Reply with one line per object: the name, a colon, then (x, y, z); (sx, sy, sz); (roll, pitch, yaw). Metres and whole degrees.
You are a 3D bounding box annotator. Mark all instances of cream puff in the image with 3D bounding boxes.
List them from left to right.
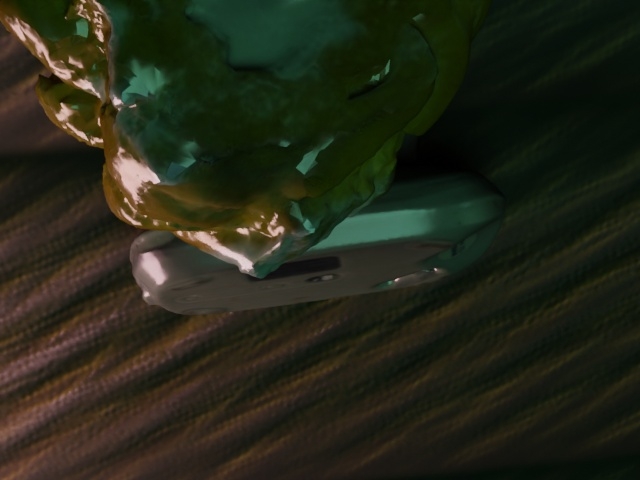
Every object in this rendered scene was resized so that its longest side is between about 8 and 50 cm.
cream puff: (-0.073, -0.164, 1.289); (0.378, 0.275, 0.378); (1, 85, -13)

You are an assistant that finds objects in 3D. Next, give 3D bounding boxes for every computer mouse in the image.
computer mouse: (-0.001, -0.006, 1.444); (0.331, 0.095, 0.197); (-8, 160, -1)

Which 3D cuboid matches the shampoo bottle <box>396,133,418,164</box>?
shampoo bottle: (0.071, -0.145, 1.424); (0.080, 0.040, 0.165); (-2, 119, -6)
